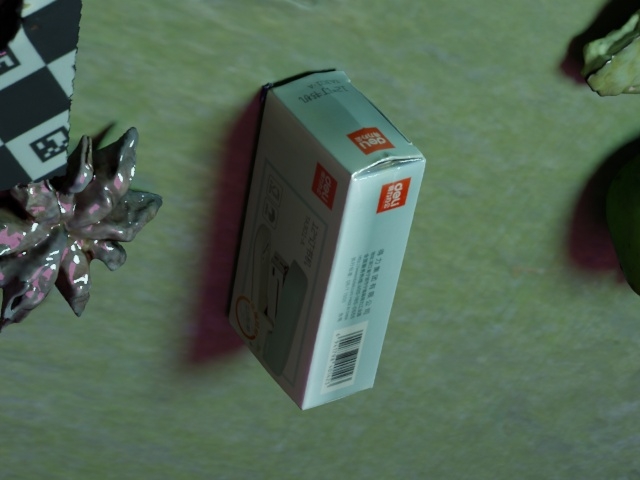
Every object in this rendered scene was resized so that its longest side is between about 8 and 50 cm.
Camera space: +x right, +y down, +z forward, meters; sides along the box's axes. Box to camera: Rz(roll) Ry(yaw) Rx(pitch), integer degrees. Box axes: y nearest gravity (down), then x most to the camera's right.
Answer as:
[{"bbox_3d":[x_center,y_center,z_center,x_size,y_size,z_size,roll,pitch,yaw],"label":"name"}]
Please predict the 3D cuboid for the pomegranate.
[{"bbox_3d":[0.364,-0.005,1.919,0.187,0.187,0.225,-27,165,-15],"label":"pomegranate"}]

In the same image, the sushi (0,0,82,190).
[{"bbox_3d":[-0.308,-0.117,1.335,0.294,0.059,0.292,-15,147,-24],"label":"sushi"}]

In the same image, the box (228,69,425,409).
[{"bbox_3d":[0.000,0.000,1.654,0.079,0.135,0.269,-16,137,-31],"label":"box"}]

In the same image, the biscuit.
[{"bbox_3d":[0.367,-0.211,1.773,0.273,0.036,0.187,-35,154,18],"label":"biscuit"}]

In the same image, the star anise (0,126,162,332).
[{"bbox_3d":[-0.203,-0.015,1.532,0.182,0.065,0.195,-39,133,-8],"label":"star anise"}]
